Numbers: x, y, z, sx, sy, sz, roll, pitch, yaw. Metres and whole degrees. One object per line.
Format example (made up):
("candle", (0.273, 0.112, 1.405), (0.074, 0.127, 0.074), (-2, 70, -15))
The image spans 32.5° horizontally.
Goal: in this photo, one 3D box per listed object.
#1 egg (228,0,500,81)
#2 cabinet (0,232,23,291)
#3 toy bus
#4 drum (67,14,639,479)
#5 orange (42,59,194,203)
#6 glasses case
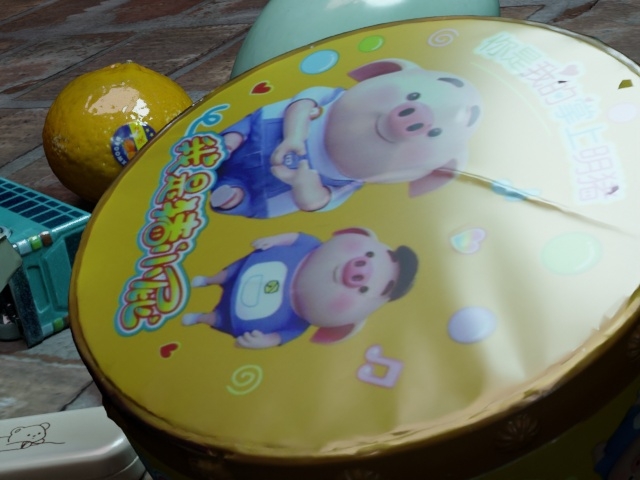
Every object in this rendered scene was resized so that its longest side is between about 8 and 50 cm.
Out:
("egg", (0.052, -0.221, 1.383), (0.389, 0.276, 0.276), (-39, 25, 3))
("cabinet", (-0.496, 0.052, 0.981), (0.289, 0.227, 0.318), (4, 51, 31))
("toy bus", (-0.357, 0.013, 1.264), (0.147, 0.128, 0.256), (-26, 29, -34))
("drum", (0.055, 0.048, 0.758), (0.431, 0.214, 0.431), (-12, 41, 11))
("orange", (-0.273, -0.145, 1.516), (0.219, 0.193, 0.219), (-19, 8, 3))
("glasses case", (-0.243, 0.184, 0.919), (0.196, 0.050, 0.083), (-9, 26, 5))
